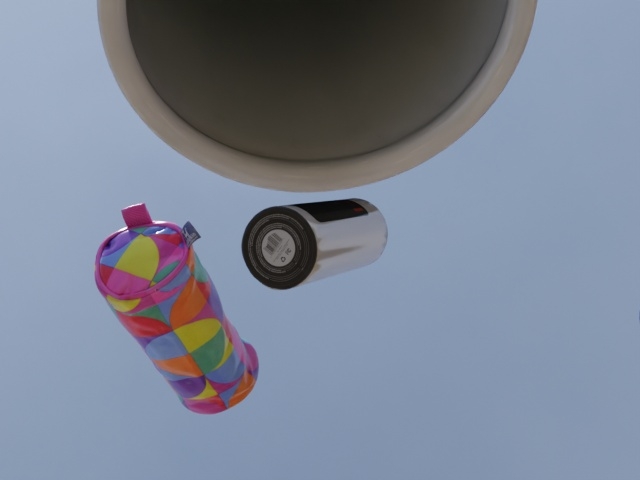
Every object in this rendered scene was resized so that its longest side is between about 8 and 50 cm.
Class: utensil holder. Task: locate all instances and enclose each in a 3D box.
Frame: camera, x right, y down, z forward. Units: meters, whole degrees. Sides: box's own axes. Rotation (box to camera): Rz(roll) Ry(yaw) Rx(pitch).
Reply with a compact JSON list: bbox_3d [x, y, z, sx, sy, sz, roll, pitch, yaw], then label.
[{"bbox_3d":[-0.018,-0.289,0.832,0.327,0.386,0.328,-4,-47,-5],"label":"utensil holder"}]

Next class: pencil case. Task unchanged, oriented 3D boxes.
[{"bbox_3d":[-0.134,0.075,0.928,0.104,0.104,0.236,-36,-39,-15],"label":"pencil case"}]

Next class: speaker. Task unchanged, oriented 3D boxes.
[{"bbox_3d":[0.000,0.000,0.662,0.136,0.055,0.055,-11,-53,-66],"label":"speaker"}]
